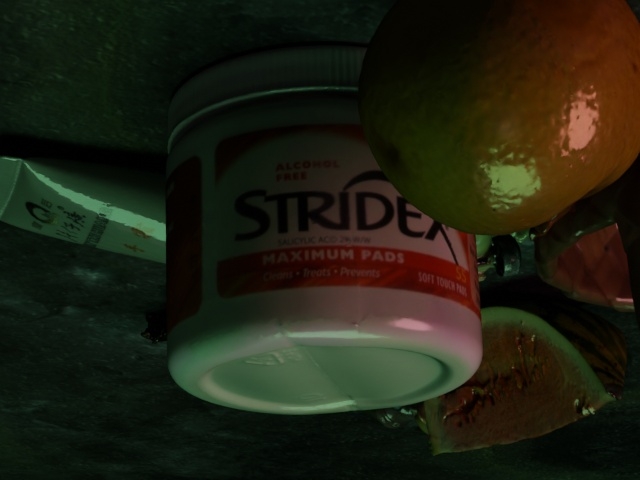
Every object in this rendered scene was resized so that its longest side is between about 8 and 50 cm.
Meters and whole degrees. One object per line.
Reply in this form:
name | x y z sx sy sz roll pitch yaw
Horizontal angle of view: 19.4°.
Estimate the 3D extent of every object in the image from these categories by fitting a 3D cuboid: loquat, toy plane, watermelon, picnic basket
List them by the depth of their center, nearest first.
loquat | 0.129 -0.101 1.300 0.208 0.208 0.208 -2 160 -1
picnic basket | 0.340 0.029 1.522 0.337 0.337 0.293 -20 154 40
toy plane | 0.128 0.007 1.771 0.242 0.104 0.256 -15 156 -11
watermelon | 0.211 0.121 2.054 0.128 0.159 0.303 41 144 -20

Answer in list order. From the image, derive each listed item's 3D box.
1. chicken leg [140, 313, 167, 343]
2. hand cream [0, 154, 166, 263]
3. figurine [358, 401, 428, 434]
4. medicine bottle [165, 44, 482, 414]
chicken leg | -0.112 0.070 1.985 0.253 0.051 0.106 -15 162 40
hand cream | -0.146 -0.027 1.673 0.314 0.089 0.140 11 156 -11
figurine | 0.131 0.197 2.317 0.196 0.108 0.114 4 159 45
medicine bottle | 0.000 0.000 1.515 0.252 0.241 0.252 -3 160 -1
